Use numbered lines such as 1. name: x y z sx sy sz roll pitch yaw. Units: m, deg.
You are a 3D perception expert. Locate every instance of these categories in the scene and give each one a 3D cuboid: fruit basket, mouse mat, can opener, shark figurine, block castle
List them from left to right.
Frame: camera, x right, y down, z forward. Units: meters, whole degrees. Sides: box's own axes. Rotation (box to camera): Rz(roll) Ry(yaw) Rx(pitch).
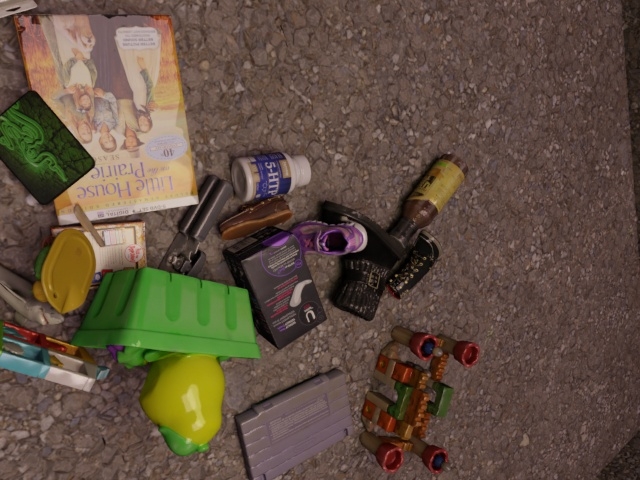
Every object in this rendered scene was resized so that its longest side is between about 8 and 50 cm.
1. shark figurine: -0.634 0.068 1.049 0.278 0.166 0.116 51 45 -10
2. mouse mat: -0.571 -0.185 1.016 0.152 0.007 0.190 -36 101 7
3. fruit basket: -0.319 0.265 1.099 0.392 0.282 0.393 13 73 -50
4. can opener: -0.302 -0.021 1.251 0.284 0.075 0.095 -62 154 -8
5. block castle: 0.338 0.524 1.651 0.302 0.212 0.454 18 90 -33

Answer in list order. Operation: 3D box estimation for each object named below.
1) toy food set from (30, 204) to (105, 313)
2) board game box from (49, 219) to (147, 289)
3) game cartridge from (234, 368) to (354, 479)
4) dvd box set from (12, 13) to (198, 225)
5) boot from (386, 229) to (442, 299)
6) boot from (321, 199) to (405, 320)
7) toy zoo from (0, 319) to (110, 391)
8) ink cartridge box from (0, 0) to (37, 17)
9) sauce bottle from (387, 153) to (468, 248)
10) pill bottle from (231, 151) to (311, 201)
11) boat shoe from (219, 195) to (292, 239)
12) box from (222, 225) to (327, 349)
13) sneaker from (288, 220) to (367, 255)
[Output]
1. toy food set: -0.526 0.048 1.021 0.071 0.218 0.128 -8 137 11
2. board game box: -0.498 0.033 1.139 0.193 0.045 0.147 -6 101 -31
3. game cartridge: -0.069 0.545 1.494 0.354 0.068 0.230 -17 104 -28
4. dvd box set: -0.449 -0.264 1.094 0.307 0.062 0.421 -11 105 -24
5. boot: 0.289 0.083 1.568 0.178 0.085 0.236 -44 156 -14
6. boot: 0.089 0.067 1.461 0.348 0.131 0.260 36 79 -32
7. toy zoo: -0.580 0.233 1.037 0.293 0.192 0.030 31 83 -33
8. ink cartridge box: -0.613 -0.496 0.944 0.092 0.089 0.143 -30 113 -24
9. sauce bottle: 0.336 -0.123 1.593 0.344 0.111 0.111 -51 120 -16
10. pill bottle: -0.125 -0.169 1.297 0.186 0.112 0.112 -15 106 -29
11. boat shoe: -0.176 -0.063 1.316 0.206 0.073 0.073 -20 71 -31
12. box: -0.119 0.120 1.332 0.165 0.143 0.271 -29 112 -23
13. sneaker: 0.000 0.000 1.340 0.104 0.236 0.095 -33 118 -64
